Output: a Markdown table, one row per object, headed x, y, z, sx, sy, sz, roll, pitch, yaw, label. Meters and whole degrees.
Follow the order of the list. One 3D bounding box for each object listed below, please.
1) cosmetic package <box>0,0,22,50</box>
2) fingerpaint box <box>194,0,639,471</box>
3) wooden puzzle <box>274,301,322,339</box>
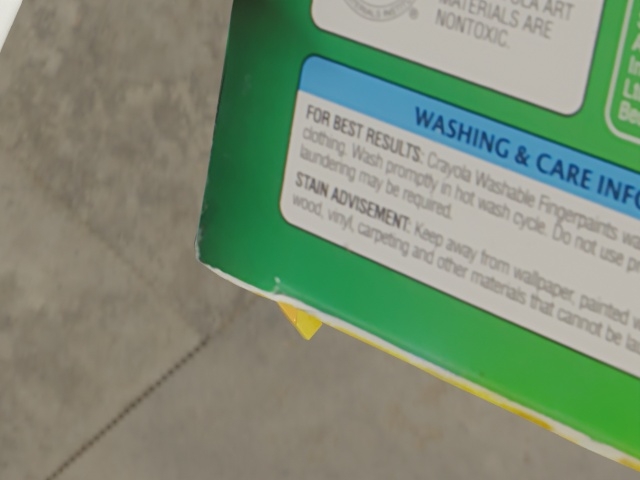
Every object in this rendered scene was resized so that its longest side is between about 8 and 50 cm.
| x | y | z | sx | sy | sz | roll | pitch | yaw | label |
| --- | --- | --- | --- | --- | --- | --- | --- | --- | --- |
| -0.429 | -0.187 | 1.359 | 0.329 | 0.327 | 0.393 | -3 | 152 | -27 | cosmetic package |
| 0.260 | -0.019 | 0.483 | 0.371 | 0.445 | 0.163 | -9 | 115 | -46 | fingerpaint box |
| 0.000 | 0.000 | 1.312 | 0.078 | 0.014 | 0.116 | 42 | 75 | -36 | wooden puzzle |
